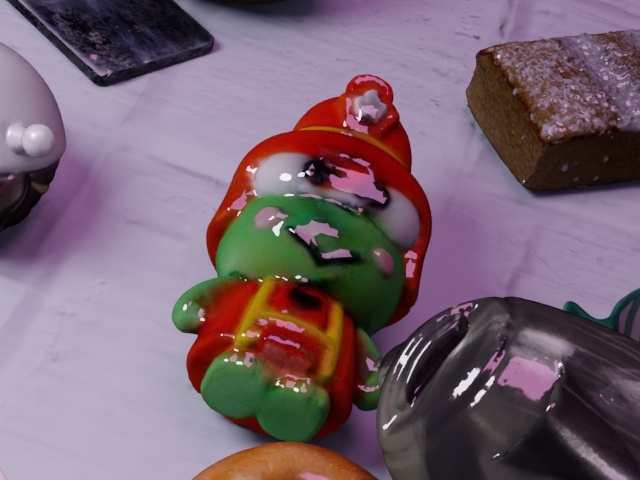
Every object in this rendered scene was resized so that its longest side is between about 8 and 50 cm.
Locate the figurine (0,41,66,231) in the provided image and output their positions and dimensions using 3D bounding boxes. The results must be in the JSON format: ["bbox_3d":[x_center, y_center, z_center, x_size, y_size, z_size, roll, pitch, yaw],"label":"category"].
[{"bbox_3d":[-0.354,-0.131,1.355,0.281,0.167,0.370,-8,39,-47],"label":"figurine"}]

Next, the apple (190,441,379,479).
[{"bbox_3d":[-0.018,0.226,1.067,0.201,0.162,0.201,9,42,-8],"label":"apple"}]

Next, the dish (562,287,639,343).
[{"bbox_3d":[0.327,0.118,1.373,0.246,0.078,0.224,8,35,-2],"label":"dish"}]

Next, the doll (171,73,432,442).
[{"bbox_3d":[0.000,0.000,1.317,0.183,0.160,0.363,20,58,0],"label":"doll"}]

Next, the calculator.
[{"bbox_3d":[-0.243,-0.254,1.642,0.161,0.021,0.262,-22,54,-38],"label":"calculator"}]

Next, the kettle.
[{"bbox_3d":[0.171,0.170,1.112,0.324,0.321,0.228,41,81,-11],"label":"kettle"}]

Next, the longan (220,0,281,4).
[{"bbox_3d":[-0.073,-0.372,1.663,0.258,0.258,0.258,10,41,-9],"label":"longan"}]

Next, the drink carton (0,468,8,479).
[{"bbox_3d":[-0.246,0.224,0.942,0.161,0.108,0.271,-5,16,-24],"label":"drink carton"}]

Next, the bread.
[{"bbox_3d":[0.363,-0.150,1.674,0.417,0.113,0.165,-8,44,-26],"label":"bread"}]
